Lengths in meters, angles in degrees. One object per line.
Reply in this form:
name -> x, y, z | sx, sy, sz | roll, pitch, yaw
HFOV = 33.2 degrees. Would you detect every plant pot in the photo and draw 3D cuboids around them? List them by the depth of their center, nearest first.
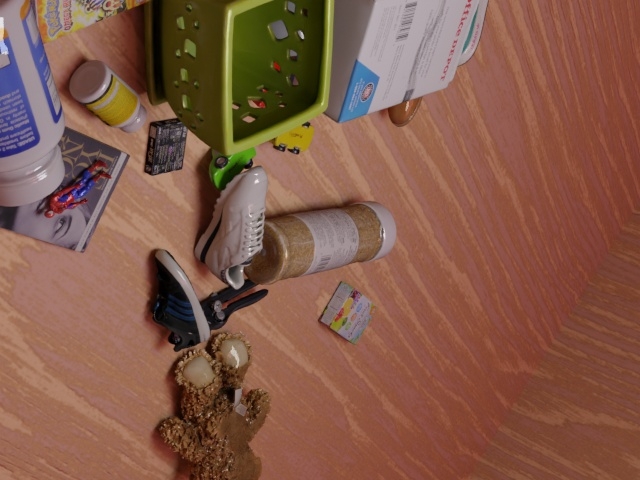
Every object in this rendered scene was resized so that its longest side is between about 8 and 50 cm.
plant pot -> -0.130, -0.285, 1.551 | 0.227, 0.207, 0.228 | -29, 135, -41

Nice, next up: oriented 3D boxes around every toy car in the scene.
toy car -> -0.118, -0.180, 1.791 | 0.225, 0.053, 0.239 | -51, 145, -19

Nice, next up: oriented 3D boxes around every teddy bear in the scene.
teddy bear -> -0.198, 0.329, 2.021 | 0.245, 0.113, 0.338 | -49, 139, -34

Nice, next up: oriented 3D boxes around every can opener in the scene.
can opener -> -0.165, 0.111, 1.948 | 0.186, 0.073, 0.059 | -34, 99, -43

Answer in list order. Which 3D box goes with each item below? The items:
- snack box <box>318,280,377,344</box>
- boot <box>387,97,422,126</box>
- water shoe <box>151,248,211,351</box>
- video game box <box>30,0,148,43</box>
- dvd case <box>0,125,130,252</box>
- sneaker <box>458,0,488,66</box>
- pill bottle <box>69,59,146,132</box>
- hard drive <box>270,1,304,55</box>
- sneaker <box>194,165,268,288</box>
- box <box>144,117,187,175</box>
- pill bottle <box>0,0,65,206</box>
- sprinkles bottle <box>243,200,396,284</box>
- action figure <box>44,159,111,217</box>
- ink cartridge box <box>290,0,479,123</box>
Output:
snack box -> 0.061, 0.157, 2.309 | 0.100, 0.037, 0.141 | -58, 148, -6
boot -> 0.132, -0.317, 2.037 | 0.152, 0.073, 0.197 | -2, 102, -56
water shoe -> -0.246, 0.108, 1.795 | 0.080, 0.073, 0.203 | -29, 127, -13
video game box -> -0.294, -0.366, 1.354 | 0.187, 0.048, 0.205 | -30, 149, -31
dvd case -> -0.378, -0.080, 1.524 | 0.221, 0.018, 0.164 | 24, 93, -58
sneaker -> 0.224, -0.491, 2.001 | 0.178, 0.124, 0.295 | 19, 76, -43
pill bottle -> -0.294, -0.198, 1.511 | 0.065, 0.065, 0.116 | -58, 147, -7
hard drive -> -0.076, -0.353, 1.675 | 0.022, 0.094, 0.135 | -98, -178, -68
sneaker -> -0.128, -0.024, 1.796 | 0.090, 0.095, 0.235 | -21, 148, -41
box -> -0.239, -0.146, 1.673 | 0.067, 0.018, 0.083 | -19, 128, -48
pill bottle -> -0.397, -0.178, 1.298 | 0.152, 0.152, 0.272 | -40, 142, -32
sprinkles bottle -> 0.000, 0.000, 2.027 | 0.355, 0.121, 0.121 | -11, 122, -52
action figure -> -0.348, -0.069, 1.531 | 0.115, 0.030, 0.038 | -42, 148, -26
ink cartridge box -> 0.113, -0.348, 1.795 | 0.307, 0.129, 0.223 | -24, 140, -45
